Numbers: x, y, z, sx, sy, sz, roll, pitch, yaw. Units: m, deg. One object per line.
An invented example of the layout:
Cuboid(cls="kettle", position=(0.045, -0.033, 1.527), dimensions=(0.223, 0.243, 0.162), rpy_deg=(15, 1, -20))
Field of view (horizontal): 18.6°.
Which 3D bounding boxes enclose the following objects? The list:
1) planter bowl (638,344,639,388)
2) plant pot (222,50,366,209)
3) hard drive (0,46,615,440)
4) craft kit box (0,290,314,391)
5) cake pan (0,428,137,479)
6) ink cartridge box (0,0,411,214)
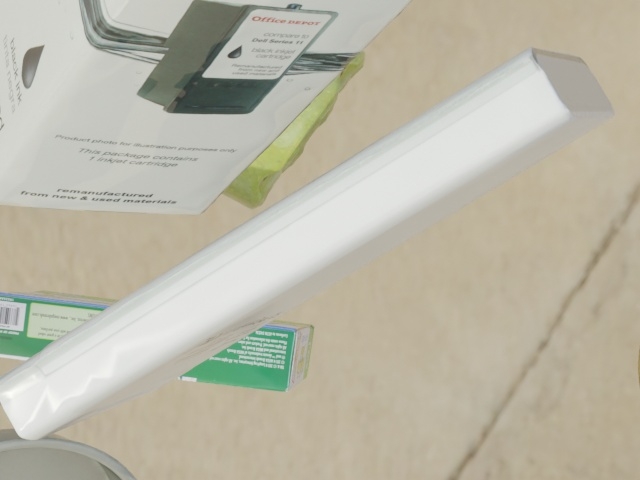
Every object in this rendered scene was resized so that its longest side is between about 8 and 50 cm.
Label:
Cuboid(cls="planter bowl", position=(0.317, 0.081, 1.229), dimensions=(0.217, 0.217, 0.090), rpy_deg=(38, 41, 9))
Cuboid(cls="plant pot", position=(-0.109, -0.170, 1.793), dimensions=(0.254, 0.276, 0.276), rpy_deg=(36, 63, -1))
Cuboid(cls="hard drive", position=(0.000, 0.000, 1.005), dimensions=(0.307, 0.203, 0.040), rpy_deg=(-32, 86, 14))
Cuboid(cls="craft kit box", position=(-0.137, 0.080, 1.624), dimensions=(0.250, 0.246, 0.061), rpy_deg=(7, 92, 4))
Cuboid(cls="cake pan", position=(-0.296, 0.294, 1.792), dimensions=(0.293, 0.293, 0.054), rpy_deg=(-20, 35, -18))
Cuboid(cls="ink cartridge box", position=(-0.042, -0.116, 0.593), dimensions=(0.087, 0.208, 0.153), rpy_deg=(2, 67, -27))
